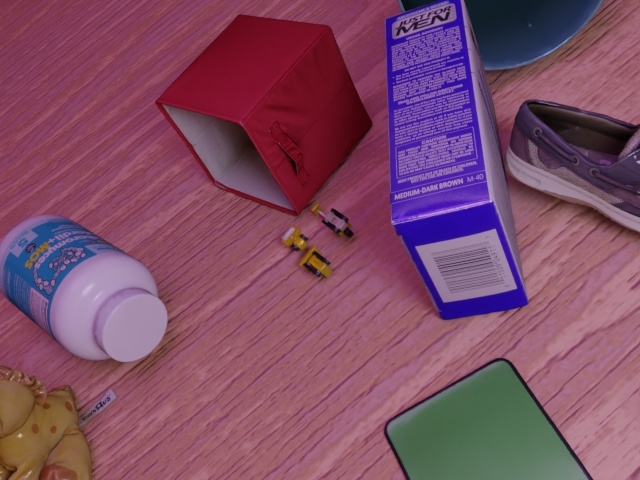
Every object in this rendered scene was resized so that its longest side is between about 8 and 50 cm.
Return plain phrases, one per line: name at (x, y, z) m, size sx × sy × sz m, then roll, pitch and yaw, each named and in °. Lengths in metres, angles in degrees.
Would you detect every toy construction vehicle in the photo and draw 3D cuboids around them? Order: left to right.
toy construction vehicle at (0.000, 0.000, 0.936) m, size 0.086 × 0.035 × 0.098 m, roll -53°, pitch 45°, yaw -4°

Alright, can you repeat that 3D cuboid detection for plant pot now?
plant pot at (0.226, -0.415, 0.991) m, size 0.293 × 0.293 × 0.235 m, roll -23°, pitch 31°, yaw 10°

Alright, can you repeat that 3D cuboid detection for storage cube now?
storage cube at (-0.073, -0.180, 1.016) m, size 0.215 × 0.183 × 0.193 m, roll 20°, pitch 63°, yaw 39°

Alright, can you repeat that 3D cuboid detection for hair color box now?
hair color box at (0.151, -0.102, 0.829) m, size 0.110 × 0.185 × 0.338 m, roll -12°, pitch 48°, yaw 20°

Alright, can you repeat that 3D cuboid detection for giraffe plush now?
giraffe plush at (-0.366, 0.223, 0.845) m, size 0.181 × 0.170 × 0.210 m, roll 18°, pitch 64°, yaw 38°

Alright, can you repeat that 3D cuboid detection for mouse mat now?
mouse mat at (0.160, 0.215, 0.687) m, size 0.153 × 0.007 × 0.189 m, roll -30°, pitch 47°, yaw 3°

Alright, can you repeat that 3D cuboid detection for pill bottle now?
pill bottle at (-0.318, 0.067, 0.967) m, size 0.264 × 0.146 × 0.146 m, roll 24°, pitch 67°, yaw 39°

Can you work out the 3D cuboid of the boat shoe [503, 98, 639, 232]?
boat shoe at (0.331, -0.079, 0.758) m, size 0.285 × 0.092 × 0.103 m, roll 25°, pitch 55°, yaw 31°
